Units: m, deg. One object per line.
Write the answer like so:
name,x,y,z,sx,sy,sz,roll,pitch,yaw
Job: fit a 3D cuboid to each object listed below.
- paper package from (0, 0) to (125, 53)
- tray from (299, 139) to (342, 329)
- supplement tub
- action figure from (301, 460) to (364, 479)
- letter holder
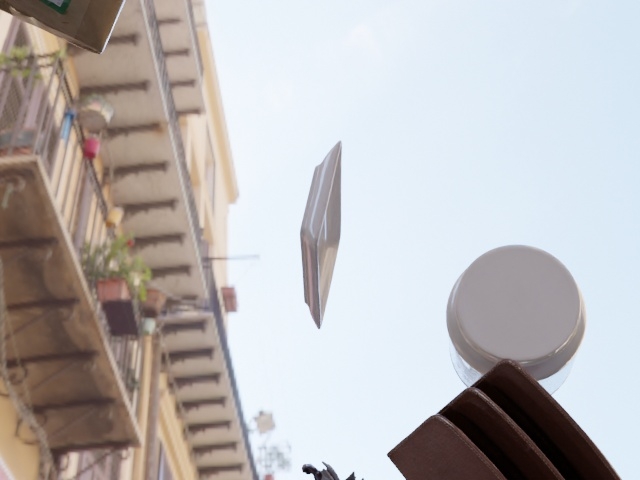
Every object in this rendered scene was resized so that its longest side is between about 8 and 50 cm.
paper package,-0.223,-0.363,0.904,0.168,0.309,0.325,24,-83,-17
tray,0.000,0.000,1.205,0.030,0.145,0.270,9,-26,5
supplement tub,0.342,0.154,1.672,0.235,0.235,0.325,-11,-22,6
action figure,-0.044,0.438,1.551,0.285,0.099,0.185,-10,-42,-37
letter holder,0.289,0.355,1.397,0.214,0.302,0.152,-47,-16,28
